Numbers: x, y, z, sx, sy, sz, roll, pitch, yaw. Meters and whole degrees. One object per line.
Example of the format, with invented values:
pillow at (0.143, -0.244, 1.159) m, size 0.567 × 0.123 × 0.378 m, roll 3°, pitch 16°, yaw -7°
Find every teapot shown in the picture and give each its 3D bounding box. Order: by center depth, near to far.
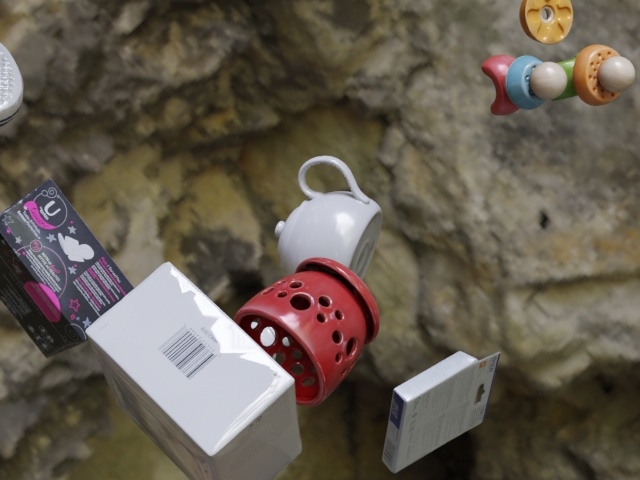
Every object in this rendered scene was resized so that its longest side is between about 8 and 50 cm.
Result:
teapot at (0.000, 0.000, 2.694) m, size 0.252 × 0.187 × 0.256 m, roll 82°, pitch -148°, yaw -66°

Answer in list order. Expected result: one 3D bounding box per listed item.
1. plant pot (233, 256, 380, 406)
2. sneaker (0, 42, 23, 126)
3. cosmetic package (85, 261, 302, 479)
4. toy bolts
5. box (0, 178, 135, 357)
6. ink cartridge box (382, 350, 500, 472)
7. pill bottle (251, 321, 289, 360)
plant pot at (-0.012, 0.136, 2.120) m, size 0.174 × 0.191 × 0.191 m, roll -39°, pitch -17°, yaw -32°
sneaker at (-0.504, -0.224, 1.879) m, size 0.126 × 0.321 × 0.127 m, roll -23°, pitch -41°, yaw -28°
cosmetic package at (-0.148, 0.186, 1.653) m, size 0.138 × 0.224 × 0.225 m, roll -41°, pitch -24°, yaw -18°
toy bolts at (0.389, -0.304, 2.228) m, size 0.228 × 0.218 × 0.158 m, roll -26°, pitch 15°, yaw -25°
box at (-0.454, 0.049, 2.275) m, size 0.142 × 0.247 × 0.163 m, roll -42°, pitch 12°, yaw -36°
ink cartridge box at (0.221, 0.307, 2.526) m, size 0.224 × 0.045 × 0.223 m, roll -24°, pitch -38°, yaw -27°
pill bottle at (-0.138, 0.203, 2.489) m, size 0.152 × 0.086 × 0.086 m, roll -29°, pitch -20°, yaw -13°
